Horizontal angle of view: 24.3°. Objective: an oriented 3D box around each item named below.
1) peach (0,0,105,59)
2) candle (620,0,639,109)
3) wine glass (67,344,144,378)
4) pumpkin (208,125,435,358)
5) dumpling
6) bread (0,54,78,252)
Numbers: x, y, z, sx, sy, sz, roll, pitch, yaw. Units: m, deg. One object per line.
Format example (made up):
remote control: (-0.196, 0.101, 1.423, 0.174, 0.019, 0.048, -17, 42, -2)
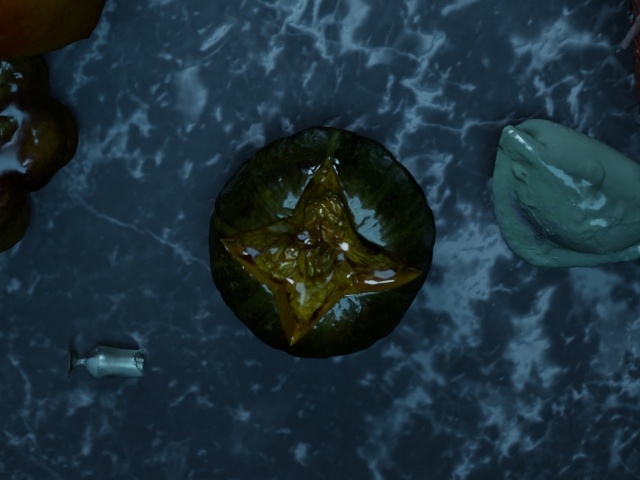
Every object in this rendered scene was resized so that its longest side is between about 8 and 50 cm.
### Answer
peach: (-0.360, -0.327, 1.322, 0.380, 0.242, 0.306, 3, 107, -25)
candle: (0.357, -0.217, 1.434, 0.131, 0.287, 0.317, -8, 107, 2)
wine glass: (-0.231, 0.128, 1.598, 0.083, 0.042, 0.039, 1, 141, -7)
pumpkin: (0.000, 0.000, 1.520, 0.238, 0.159, 0.238, 1, 98, 7)
dumpling: (0.260, -0.038, 1.554, 0.216, 0.105, 0.149, 30, 93, -14)
bread: (-0.369, -0.121, 1.478, 0.246, 0.135, 0.232, 33, 86, -8)
